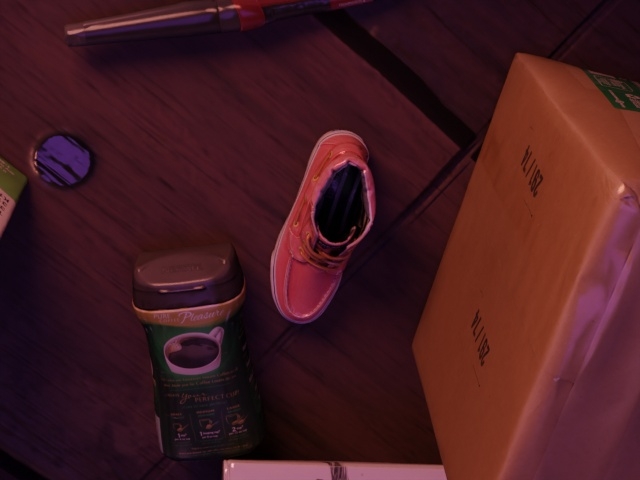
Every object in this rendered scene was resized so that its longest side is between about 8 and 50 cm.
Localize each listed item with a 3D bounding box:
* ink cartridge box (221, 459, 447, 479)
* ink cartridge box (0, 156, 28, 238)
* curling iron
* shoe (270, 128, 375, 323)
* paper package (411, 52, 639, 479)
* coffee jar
[{"bbox_3d":[0.023,0.238,1.104,0.220,0.160,0.092,2,78,-4],"label":"ink cartridge box"},{"bbox_3d":[-0.343,-0.023,0.923,0.201,0.278,0.117,41,104,-17],"label":"ink cartridge box"},{"bbox_3d":[-0.067,-0.194,1.005,0.274,0.035,0.068,-15,107,1],"label":"curling iron"},{"bbox_3d":[0.000,0.000,1.060,0.064,0.081,0.178,14,110,-9],"label":"shoe"},{"bbox_3d":[0.207,0.049,0.962,0.168,0.325,0.309,15,110,-9],"label":"paper package"},{"bbox_3d":[-0.104,0.093,1.091,0.096,0.079,0.184,-6,113,1],"label":"coffee jar"}]
